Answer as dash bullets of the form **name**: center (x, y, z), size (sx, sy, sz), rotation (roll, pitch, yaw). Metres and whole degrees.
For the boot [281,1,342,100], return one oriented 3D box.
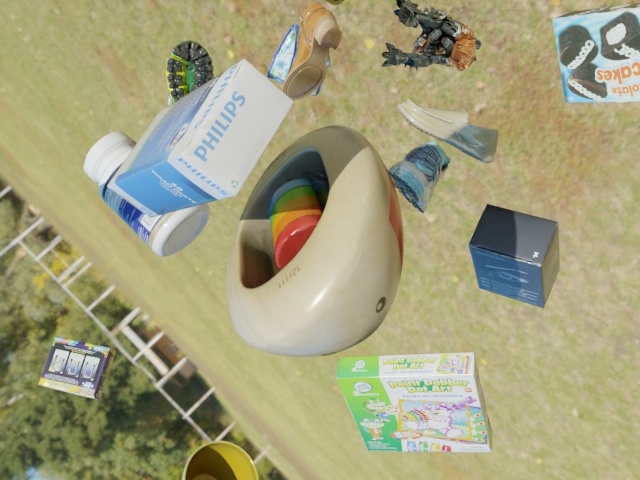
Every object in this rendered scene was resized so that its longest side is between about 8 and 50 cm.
- **boot**: center (-0.030, -0.410, 1.560), size (0.073, 0.197, 0.152), rotation (23, -152, -34)

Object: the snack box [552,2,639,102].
- **snack box**: center (0.626, -0.371, 1.437), size (0.322, 0.060, 0.187), rotation (13, 126, 52)

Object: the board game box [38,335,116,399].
- **board game box**: center (-0.670, 0.351, 1.996), size (0.170, 0.141, 0.048), rotation (11, 163, 11)

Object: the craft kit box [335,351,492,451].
- **craft kit box**: center (0.180, 0.307, 1.347), size (0.250, 0.061, 0.246), rotation (-6, 129, 19)

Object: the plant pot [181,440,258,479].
- **plant pot**: center (-0.188, 0.428, 1.256), size (0.134, 0.134, 0.095), rotation (45, 137, 3)

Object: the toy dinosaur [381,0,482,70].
- **toy dinosaur**: center (0.268, -0.452, 1.604), size (0.219, 0.164, 0.322), rotation (6, -170, -13)

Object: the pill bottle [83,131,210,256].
- **pill bottle**: center (-0.376, -0.104, 1.551), size (0.265, 0.153, 0.153), rotation (44, 165, 13)

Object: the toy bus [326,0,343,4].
- **toy bus**: center (0.007, -0.578, 1.482), size (0.130, 0.108, 0.332), rotation (29, -152, -20)

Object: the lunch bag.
- **lunch bag**: center (-0.046, -0.467, 1.874), size (0.096, 0.151, 0.129), rotation (24, -173, 42)

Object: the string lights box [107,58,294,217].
- **string lights box**: center (-0.152, -0.110, 0.856), size (0.077, 0.133, 0.260), rotation (39, 158, -24)

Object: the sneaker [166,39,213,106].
- **sneaker**: center (-0.303, -0.306, 1.731), size (0.146, 0.134, 0.343), rotation (-111, 26, -66)

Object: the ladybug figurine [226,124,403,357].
- **ladybug figurine**: center (0.000, 0.000, 1.036), size (0.162, 0.305, 0.449), rotation (35, -156, -25)

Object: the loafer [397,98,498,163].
- **loafer**: center (0.315, -0.283, 1.760), size (0.269, 0.092, 0.102), rotation (29, -171, 2)

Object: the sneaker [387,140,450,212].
- **sneaker**: center (0.217, -0.136, 1.499), size (0.110, 0.122, 0.283), rotation (45, -177, 4)

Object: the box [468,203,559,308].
- **box**: center (0.407, 0.035, 1.505), size (0.153, 0.108, 0.207), rotation (18, 157, 26)
